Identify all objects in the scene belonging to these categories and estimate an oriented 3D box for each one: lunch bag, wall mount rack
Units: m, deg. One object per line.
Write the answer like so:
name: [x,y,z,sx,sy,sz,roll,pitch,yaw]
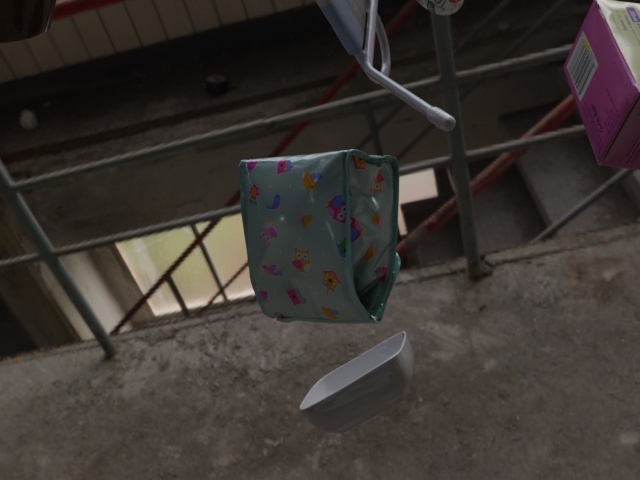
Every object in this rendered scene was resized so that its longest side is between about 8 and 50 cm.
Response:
lunch bag: [0.000,0.000,1.092,0.224,0.262,0.160,-1,1,36]
wall mount rack: [0.051,-0.286,0.783,0.131,0.350,0.303,-13,55,26]

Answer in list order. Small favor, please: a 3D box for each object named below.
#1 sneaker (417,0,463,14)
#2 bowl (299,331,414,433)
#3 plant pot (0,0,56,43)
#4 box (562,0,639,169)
sneaker: [0.151,-0.463,1.055,0.090,0.145,0.270,-16,65,-15]
bowl: [0.052,0.171,0.830,0.142,0.053,0.142,-32,0,11]
plant pot: [-0.326,-0.313,0.663,0.216,0.230,0.215,2,32,-1]
box: [0.472,-0.195,0.918,0.243,0.117,0.213,5,48,-5]
